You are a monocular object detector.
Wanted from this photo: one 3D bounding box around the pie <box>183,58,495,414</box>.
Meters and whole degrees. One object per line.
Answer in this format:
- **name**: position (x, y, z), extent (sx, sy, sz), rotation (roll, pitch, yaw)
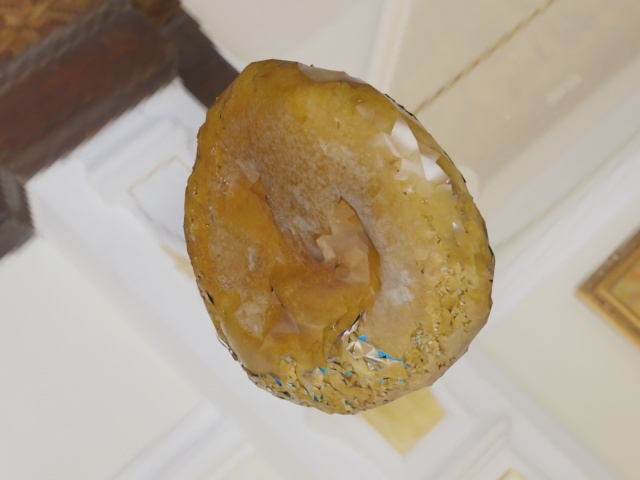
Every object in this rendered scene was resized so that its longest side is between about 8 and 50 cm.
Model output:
- **pie**: position (-0.002, 0.000, 0.916), extent (0.069, 0.273, 0.273), rotation (-21, 151, -41)
